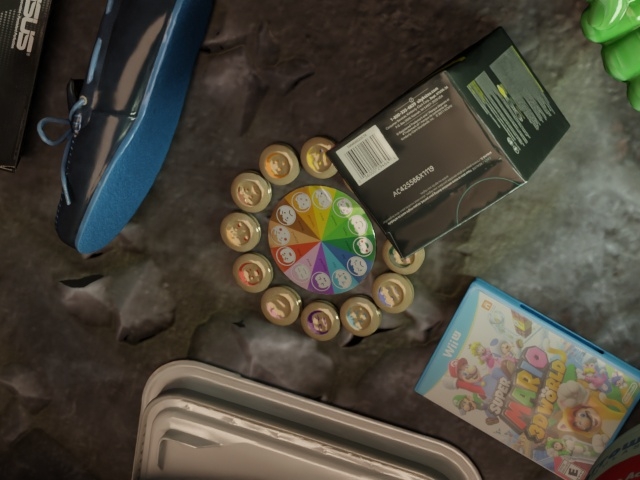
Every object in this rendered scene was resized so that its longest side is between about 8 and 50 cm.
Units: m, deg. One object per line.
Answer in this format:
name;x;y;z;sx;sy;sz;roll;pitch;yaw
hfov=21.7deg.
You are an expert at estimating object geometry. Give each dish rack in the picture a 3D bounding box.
dish rack;-0.034;0.279;1.512;0.332;0.072;0.286;16;113;14

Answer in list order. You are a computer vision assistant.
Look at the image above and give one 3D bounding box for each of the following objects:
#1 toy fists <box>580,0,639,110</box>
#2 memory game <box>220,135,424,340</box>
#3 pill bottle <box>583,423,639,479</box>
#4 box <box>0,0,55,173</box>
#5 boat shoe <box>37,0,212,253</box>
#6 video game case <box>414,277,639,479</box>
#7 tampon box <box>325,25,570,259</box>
toy fists;0.243;-0.227;1.206;0.142;0.096;0.279;-7;107;24
memory game;0.000;0.000;1.428;0.186;0.012;0.186;7;112;19
pill bottle;0.274;0.259;1.192;0.229;0.407;0.229;7;111;18
box;-0.332;-0.170;1.447;0.184;0.045;0.191;16;114;-5
boat shoe;-0.170;-0.118;1.417;0.089;0.109;0.258;28;100;18
video game case;0.175;0.120;1.402;0.166;0.015;0.119;30;117;9
tampon box;0.101;-0.077;1.277;0.120;0.161;0.101;-34;94;26
